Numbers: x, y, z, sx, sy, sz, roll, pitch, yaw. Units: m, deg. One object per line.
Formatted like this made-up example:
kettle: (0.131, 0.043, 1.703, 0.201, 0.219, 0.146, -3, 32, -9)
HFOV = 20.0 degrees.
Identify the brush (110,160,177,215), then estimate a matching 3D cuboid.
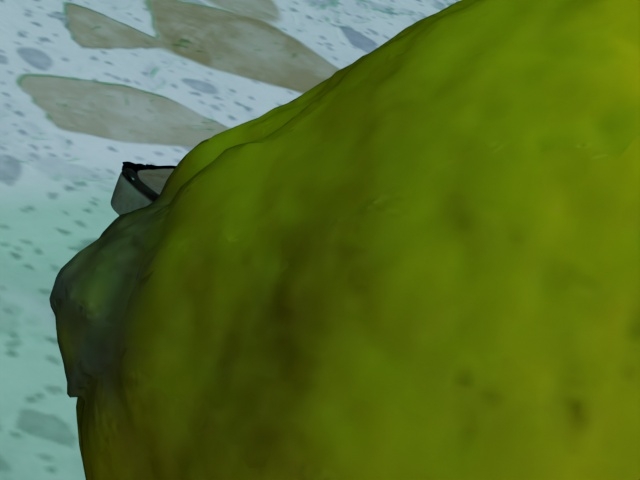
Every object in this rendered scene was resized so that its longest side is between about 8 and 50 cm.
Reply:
brush: (0.000, 0.000, 0.916, 0.070, 0.065, 0.327, 28, 16, 25)

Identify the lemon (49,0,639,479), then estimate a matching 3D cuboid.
lemon: (0.108, 0.079, 0.522, 0.387, 0.349, 0.350, 23, 25, -16)
